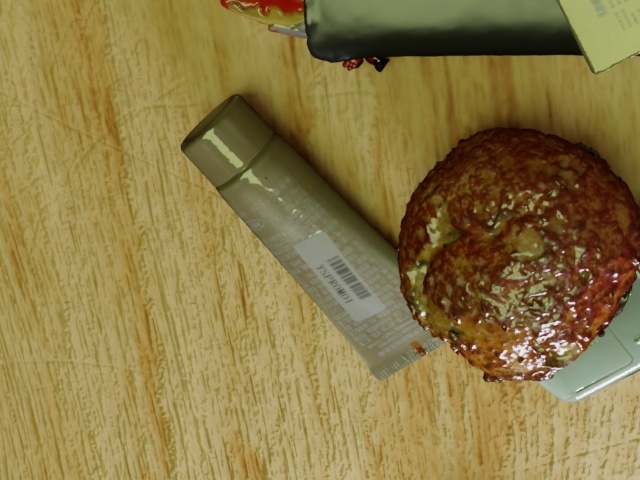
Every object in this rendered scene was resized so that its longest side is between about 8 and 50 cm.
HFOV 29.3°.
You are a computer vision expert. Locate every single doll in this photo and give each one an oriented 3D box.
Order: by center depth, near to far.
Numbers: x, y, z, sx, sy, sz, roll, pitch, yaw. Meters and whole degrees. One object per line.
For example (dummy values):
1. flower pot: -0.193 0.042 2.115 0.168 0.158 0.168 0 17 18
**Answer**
1. doll: 0.001 -0.227 1.177 0.169 0.057 0.109 32 103 -9

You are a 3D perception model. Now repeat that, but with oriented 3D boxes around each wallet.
1. wallet: 0.184 -0.269 1.068 0.406 0.062 0.228 1 111 8

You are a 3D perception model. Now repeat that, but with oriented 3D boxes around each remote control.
1. remote control: 0.315 0.046 1.183 0.296 0.056 0.140 -36 95 28

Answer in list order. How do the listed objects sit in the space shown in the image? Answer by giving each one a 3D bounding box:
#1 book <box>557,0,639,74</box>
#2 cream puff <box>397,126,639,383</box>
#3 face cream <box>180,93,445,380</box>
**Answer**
1. book: 0.280 -0.253 1.017 0.192 0.013 0.168 -26 107 17
2. cream puff: 0.172 0.011 1.130 0.240 0.164 0.240 6 101 33
3. face cream: 0.000 0.000 1.262 0.137 0.084 0.341 -36 106 29
